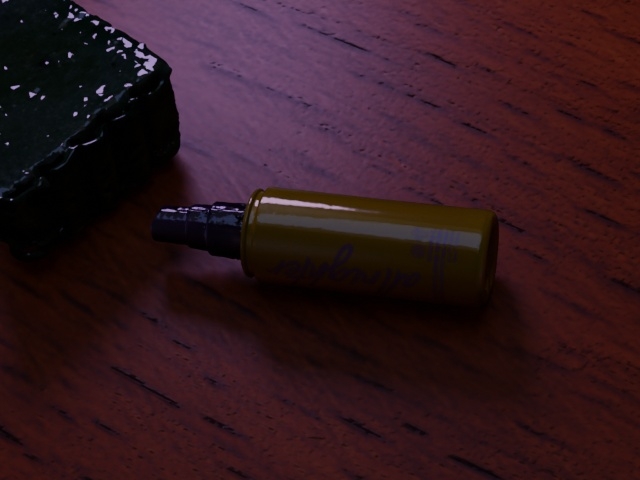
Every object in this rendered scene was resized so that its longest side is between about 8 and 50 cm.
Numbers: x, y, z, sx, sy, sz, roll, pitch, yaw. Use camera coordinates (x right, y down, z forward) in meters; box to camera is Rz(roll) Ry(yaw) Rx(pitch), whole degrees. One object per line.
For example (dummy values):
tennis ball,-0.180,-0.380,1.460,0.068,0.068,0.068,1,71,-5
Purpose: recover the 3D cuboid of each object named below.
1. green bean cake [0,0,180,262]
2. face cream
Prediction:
green bean cake,-0.242,-0.102,1.589,0.193,0.107,0.208,-42,57,-20
face cream,0.000,0.000,1.489,0.273,0.078,0.078,7,53,13
